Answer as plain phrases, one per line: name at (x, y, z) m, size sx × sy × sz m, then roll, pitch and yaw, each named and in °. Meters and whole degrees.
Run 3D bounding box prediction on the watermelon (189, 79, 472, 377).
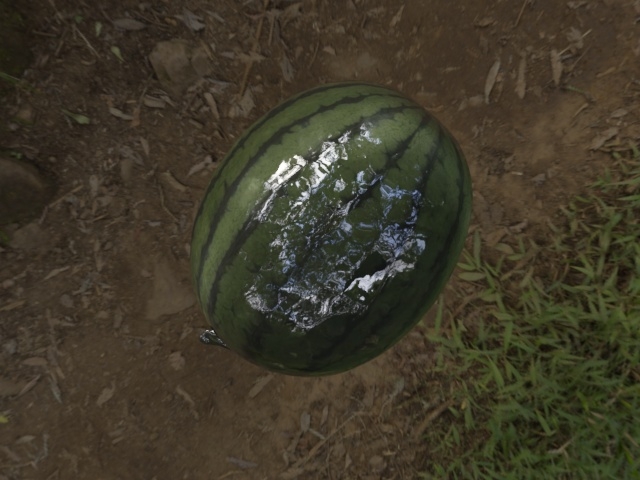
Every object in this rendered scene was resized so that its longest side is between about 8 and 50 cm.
watermelon at (0.000, 0.000, 0.618) m, size 0.279 × 0.279 × 0.359 m, roll 34°, pitch 104°, yaw 2°
